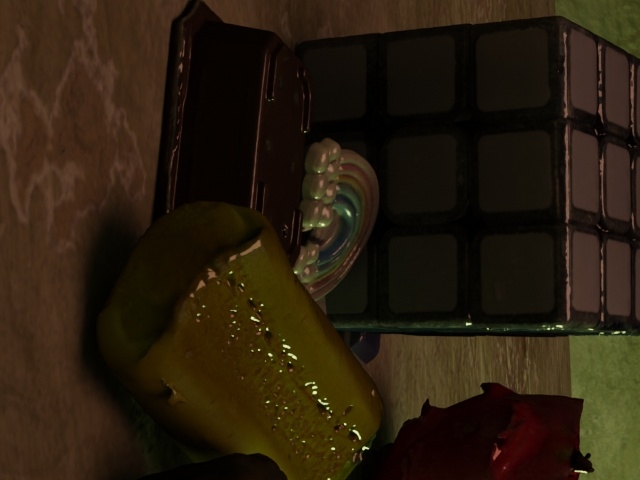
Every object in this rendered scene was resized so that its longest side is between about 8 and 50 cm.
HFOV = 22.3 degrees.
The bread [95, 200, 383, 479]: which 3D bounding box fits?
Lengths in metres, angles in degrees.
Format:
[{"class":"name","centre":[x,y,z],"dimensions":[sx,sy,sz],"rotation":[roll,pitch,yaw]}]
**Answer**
[{"class":"bread","centre":[-0.066,0.105,1.326],"dimensions":[0.166,0.112,0.383],"rotation":[-49,146,-12]}]

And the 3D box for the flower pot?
[{"class":"flower pot","centre":[-0.064,-0.072,1.386],"dimensions":[0.179,0.084,0.251],"rotation":[38,54,-69]}]

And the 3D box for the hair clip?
[{"class":"hair clip","centre":[0.000,0.000,1.529],"dimensions":[0.140,0.054,0.220],"rotation":[-17,128,-54]}]

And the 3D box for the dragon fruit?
[{"class":"dragon fruit","centre":[0.166,0.335,1.888],"dimensions":[0.386,0.249,0.371],"rotation":[-63,165,-48]}]

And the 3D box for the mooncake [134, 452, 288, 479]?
[{"class":"mooncake","centre":[-0.086,0.278,1.234],"dimensions":[0.228,0.124,0.228],"rotation":[-8,90,-80]}]

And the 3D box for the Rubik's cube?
[{"class":"Rubik's cube","centre":[0.169,-0.051,1.687],"dimensions":[0.301,0.305,0.303],"rotation":[11,77,-62]}]

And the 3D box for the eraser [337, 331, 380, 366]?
[{"class":"eraser","centre":[0.050,0.034,1.832],"dimensions":[0.082,0.036,0.225],"rotation":[43,50,-67]}]
